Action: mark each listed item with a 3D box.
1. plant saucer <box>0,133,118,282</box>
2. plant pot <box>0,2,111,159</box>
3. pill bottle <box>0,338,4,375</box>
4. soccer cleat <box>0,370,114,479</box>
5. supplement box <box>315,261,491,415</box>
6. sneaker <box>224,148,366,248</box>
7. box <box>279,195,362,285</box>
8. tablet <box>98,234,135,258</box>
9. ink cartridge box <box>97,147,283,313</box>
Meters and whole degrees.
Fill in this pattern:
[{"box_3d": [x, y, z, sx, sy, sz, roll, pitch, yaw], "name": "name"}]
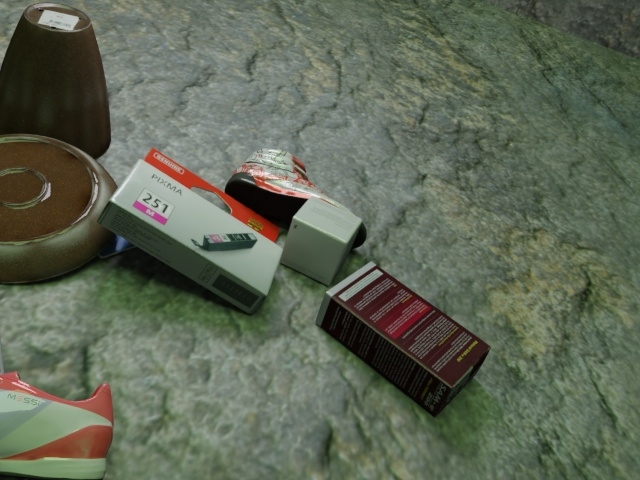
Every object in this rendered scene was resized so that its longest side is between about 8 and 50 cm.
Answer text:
[{"box_3d": [-0.466, -0.069, 1.150, 0.310, 0.050, 0.311, 8, 46, -8], "name": "plant saucer"}, {"box_3d": [-0.467, -0.286, 1.308, 0.215, 0.231, 0.215, 12, 38, -10], "name": "plant pot"}, {"box_3d": [-0.444, 0.124, 0.903, 0.107, 0.108, 0.180, -2, 41, -26], "name": "pill bottle"}, {"box_3d": [-0.385, 0.191, 0.805, 0.318, 0.108, 0.117, 14, 73, -20], "name": "soccer cleat"}, {"box_3d": [0.126, 0.146, 1.157, 0.239, 0.073, 0.130, 36, 41, 22], "name": "supplement box"}, {"box_3d": [-0.028, -0.087, 1.368, 0.269, 0.090, 0.145, 20, 39, 5], "name": "sneaker"}, {"box_3d": [0.000, 0.000, 1.262, 0.101, 0.102, 0.087, 26, 35, 7], "name": "box"}, {"box_3d": [-0.329, 0.001, 1.194, 0.083, 0.006, 0.054, -23, 54, -41], "name": "tablet"}, {"box_3d": [-0.186, -0.038, 1.201, 0.275, 0.060, 0.239, 32, 36, -12], "name": "ink cartridge box"}]
